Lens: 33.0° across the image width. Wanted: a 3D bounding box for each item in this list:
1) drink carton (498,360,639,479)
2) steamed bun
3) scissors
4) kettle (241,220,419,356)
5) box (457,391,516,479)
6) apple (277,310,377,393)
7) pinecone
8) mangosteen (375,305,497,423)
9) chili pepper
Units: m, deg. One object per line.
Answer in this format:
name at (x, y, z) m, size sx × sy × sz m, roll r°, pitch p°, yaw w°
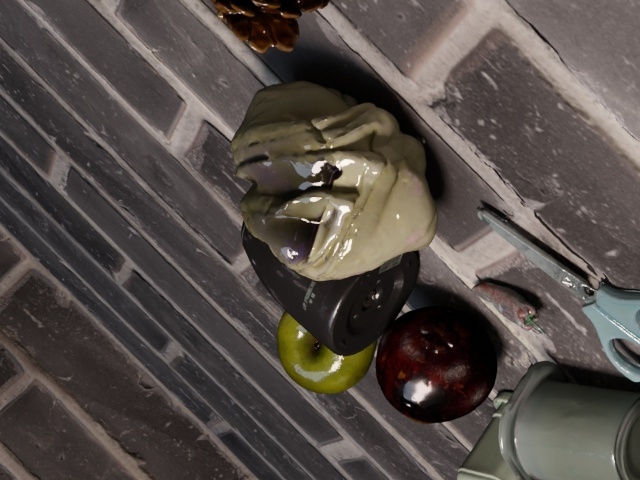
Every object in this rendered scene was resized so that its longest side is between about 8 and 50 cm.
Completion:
drink carton at (0.392, 0.292, 1.590) m, size 0.189 × 0.185 × 0.191 m, roll 6°, pitch 134°, yaw 50°
steamed bun at (-0.003, -0.078, 1.524) m, size 0.320 × 0.206 × 0.275 m, roll 31°, pitch 129°, yaw 31°
scissors at (0.356, 0.063, 1.463) m, size 0.360 × 0.029 × 0.191 m, roll 40°, pitch 152°, yaw 15°
kettle at (0.000, 0.000, 1.759) m, size 0.290 × 0.207 × 0.268 m, roll 38°, pitch 126°, yaw 30°
box at (0.376, 0.432, 1.831) m, size 0.312 × 0.182 × 0.175 m, roll 53°, pitch 155°, yaw -20°
apple at (0.016, 0.185, 1.994) m, size 0.196 × 0.196 × 0.157 m, roll 31°, pitch -166°, yaw 28°
pinecone at (-0.066, -0.345, 1.296) m, size 0.185 × 0.168 × 0.212 m, roll 43°, pitch 156°, yaw 9°
mangosteen at (0.186, 0.206, 1.751) m, size 0.210 × 0.210 × 0.210 m, roll 35°, pitch 154°, yaw 20°
chili pepper at (0.282, 0.095, 1.614) m, size 0.153 × 0.041 × 0.050 m, roll 39°, pitch 140°, yaw 52°
